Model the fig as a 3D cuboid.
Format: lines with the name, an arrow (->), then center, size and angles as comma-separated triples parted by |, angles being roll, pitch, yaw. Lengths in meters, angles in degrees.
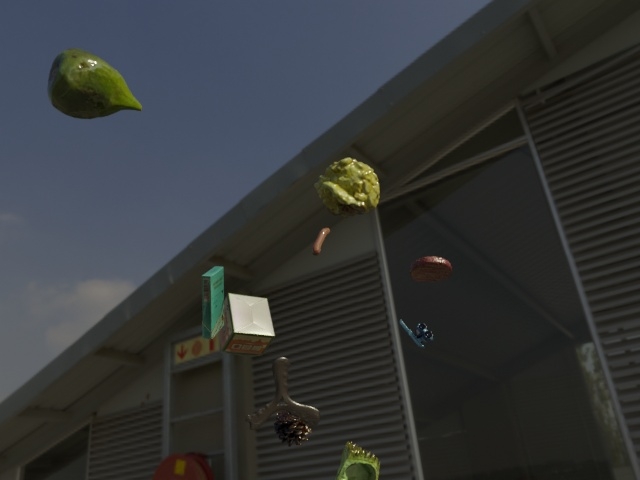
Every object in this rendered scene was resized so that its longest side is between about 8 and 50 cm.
fig -> -0.651, -0.443, 1.659 | 0.275, 0.206, 0.206 | 18, -35, -38

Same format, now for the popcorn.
popcorn -> 0.108, -0.217, 2.326 | 0.293, 0.237, 0.293 | 6, -3, 0

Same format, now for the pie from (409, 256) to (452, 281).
pie -> 0.462, 0.125, 2.343 | 0.182, 0.049, 0.182 | 1, -32, 0

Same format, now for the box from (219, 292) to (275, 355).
box -> -0.300, 0.335, 2.220 | 0.178, 0.195, 0.148 | 10, -49, -28

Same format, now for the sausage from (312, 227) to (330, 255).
sausage -> 0.000, 0.000, 2.571 | 0.043, 0.186, 0.043 | 11, -49, 13

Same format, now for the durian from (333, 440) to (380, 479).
durian -> 0.129, 0.955, 2.189 | 0.163, 0.394, 0.198 | 17, 21, 14

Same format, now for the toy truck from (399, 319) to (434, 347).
toy truck -> 0.371, 0.341, 2.142 | 0.074, 0.136, 0.063 | -39, -29, 2

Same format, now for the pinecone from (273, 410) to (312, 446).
pinecone -> -0.089, 0.622, 1.874 | 0.140, 0.120, 0.140 | -6, 7, 1

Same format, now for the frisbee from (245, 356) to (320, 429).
frisbee -> -0.112, 0.441, 1.490 | 0.187, 0.211, 0.012 | -35, 1, -18

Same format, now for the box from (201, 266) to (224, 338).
box -> -0.387, 0.221, 2.019 | 0.042, 0.229, 0.162 | 2, 10, 6
